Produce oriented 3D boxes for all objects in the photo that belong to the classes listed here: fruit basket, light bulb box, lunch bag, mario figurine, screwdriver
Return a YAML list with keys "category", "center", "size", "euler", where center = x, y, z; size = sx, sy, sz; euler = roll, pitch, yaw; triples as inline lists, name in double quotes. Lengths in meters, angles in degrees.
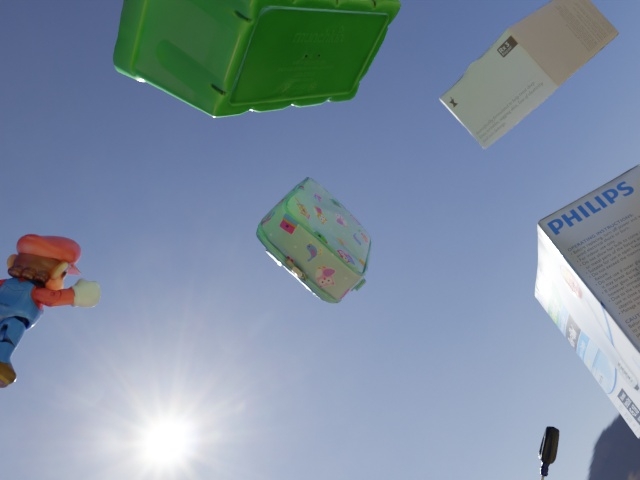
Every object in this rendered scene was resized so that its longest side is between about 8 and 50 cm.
- category: "fruit basket"
  center: [-0.131, -0.345, 0.834]
  size: [0.392, 0.392, 0.283]
  euler: [-18, -33, -45]
- category: "light bulb box"
  center: [0.595, 0.124, 1.085]
  size: [0.225, 0.361, 0.358]
  euler: [-29, -34, 2]
- category: "lunch bag"
  center: [0.000, 0.000, 1.152]
  size: [0.108, 0.224, 0.279]
  euler: [-42, 7, 20]
- category: "mario figurine"
  center: [-0.558, 0.131, 1.126]
  size: [0.198, 0.170, 0.321]
  euler: [34, -130, -17]
- category: "screwdriver"
  center: [0.319, 0.352, 0.836]
  size: [0.024, 0.025, 0.170]
  euler: [17, -100, -30]

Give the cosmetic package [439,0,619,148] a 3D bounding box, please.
- category: "cosmetic package"
  center: [0.454, -0.379, 1.256]
  size: [0.385, 0.156, 0.217]
  euler: [-40, -3, -37]
